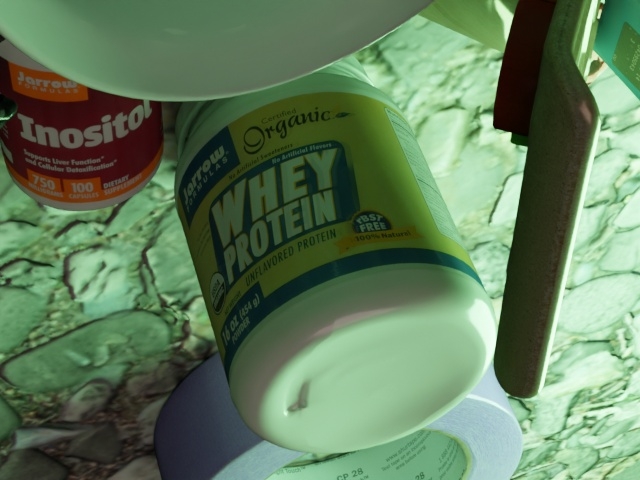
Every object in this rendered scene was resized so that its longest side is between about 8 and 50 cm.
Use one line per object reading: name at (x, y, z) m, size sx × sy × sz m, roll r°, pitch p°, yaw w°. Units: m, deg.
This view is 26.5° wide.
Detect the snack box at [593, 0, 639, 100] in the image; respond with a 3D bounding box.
snack box at (0.304, -0.196, 0.713) m, size 0.322 × 0.060 × 0.187 m, roll -21°, pitch 145°, yaw -21°

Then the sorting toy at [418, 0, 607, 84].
sorting toy at (0.100, -0.172, 0.710) m, size 0.274 × 0.046 × 0.132 m, roll 16°, pitch 130°, yaw -38°

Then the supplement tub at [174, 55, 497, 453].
supplement tub at (0.000, 0.000, 0.751) m, size 0.144 × 0.199 × 0.144 m, roll -13°, pitch 143°, yaw -10°

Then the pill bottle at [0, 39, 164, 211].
pill bottle at (-0.123, -0.092, 0.673) m, size 0.086 × 0.086 × 0.152 m, roll -12°, pitch 142°, yaw -12°

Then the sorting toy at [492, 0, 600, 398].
sorting toy at (0.106, -0.045, 0.663) m, size 0.041 × 0.229 × 0.307 m, roll 10°, pitch 142°, yaw 8°

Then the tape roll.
tape roll at (0.014, 0.163, 1.057) m, size 0.275 × 0.090 × 0.274 m, roll -13°, pitch 142°, yaw -11°

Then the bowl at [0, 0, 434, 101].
bowl at (-0.032, -0.206, 0.506) m, size 0.298 × 0.134 × 0.298 m, roll -26°, pitch 147°, yaw -19°

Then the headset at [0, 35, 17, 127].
headset at (-0.273, -0.142, 0.455) m, size 0.394 × 0.185 × 0.243 m, roll 35°, pitch 76°, yaw -34°
